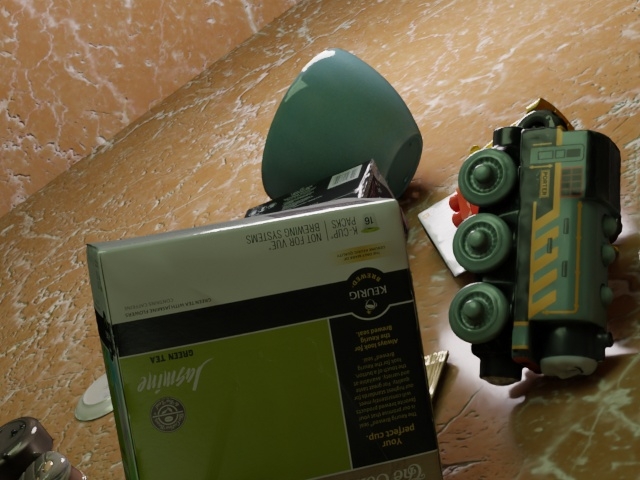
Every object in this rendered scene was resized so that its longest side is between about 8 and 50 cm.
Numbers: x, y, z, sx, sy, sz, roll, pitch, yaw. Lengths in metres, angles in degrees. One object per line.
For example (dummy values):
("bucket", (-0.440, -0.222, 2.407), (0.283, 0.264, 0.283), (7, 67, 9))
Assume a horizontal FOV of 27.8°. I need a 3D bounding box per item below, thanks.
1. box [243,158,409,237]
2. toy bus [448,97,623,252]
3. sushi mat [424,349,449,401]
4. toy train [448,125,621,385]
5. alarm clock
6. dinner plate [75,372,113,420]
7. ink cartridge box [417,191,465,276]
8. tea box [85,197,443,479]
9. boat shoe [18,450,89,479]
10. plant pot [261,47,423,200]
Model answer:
("box", (0.000, 0.000, 2.086), (0.247, 0.142, 0.163), (-21, 24, 22))
("toy bus", (0.283, -0.052, 1.782), (0.211, 0.149, 0.220), (-30, 48, 23))
("sushi mat", (0.064, 0.258, 1.634), (0.151, 0.019, 0.316), (-16, 28, 30))
("toy train", (0.268, 0.013, 1.582), (0.190, 0.142, 0.334), (-4, 71, 29))
("alarm clock", (-0.516, 0.343, 2.147), (0.129, 0.064, 0.192), (-35, 20, -7))
("dinner plate", (-0.359, 0.252, 2.188), (0.141, 0.017, 0.141), (-27, 25, 13))
("ink cartridge box", (0.265, -0.032, 1.930), (0.206, 0.045, 0.208), (-31, 28, 4))
("tea box", (-0.070, 0.135, 1.441), (0.329, 0.323, 0.220), (-9, 3, -14))
("boat shoe", (-0.415, 0.426, 1.774), (0.324, 0.116, 0.123), (-44, 23, 26))
("plant pot", (0.061, -0.161, 2.228), (0.195, 0.290, 0.290), (26, 53, 22))
